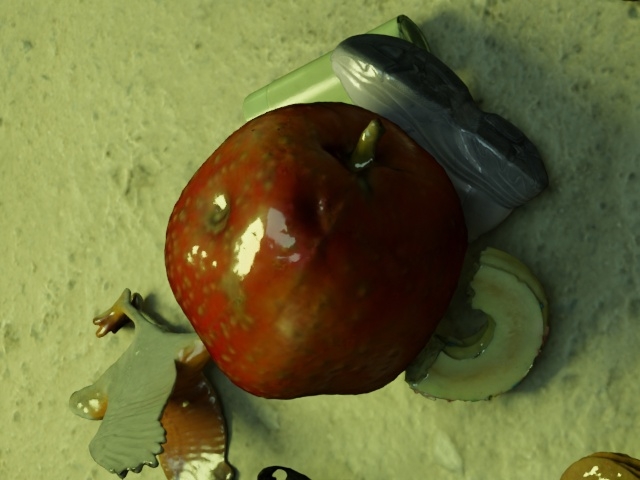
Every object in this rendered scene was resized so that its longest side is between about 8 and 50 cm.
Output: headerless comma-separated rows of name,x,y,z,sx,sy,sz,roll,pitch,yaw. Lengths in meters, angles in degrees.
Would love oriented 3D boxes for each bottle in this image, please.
bottle,0.017,-0.165,1.341,0.201,0.072,0.072,-23,75,26

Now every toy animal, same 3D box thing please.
toy animal,-0.143,0.126,1.382,0.284,0.225,0.302,-48,52,-3

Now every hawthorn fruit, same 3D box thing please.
hawthorn fruit,0.000,0.000,1.155,0.275,0.275,0.300,51,136,23

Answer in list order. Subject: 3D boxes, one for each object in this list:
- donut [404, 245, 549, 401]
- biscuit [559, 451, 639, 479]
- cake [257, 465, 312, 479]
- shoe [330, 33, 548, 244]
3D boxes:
donut,0.161,0.087,1.229,0.108,0.065,0.166,23,109,-13
biscuit,0.336,0.233,1.056,0.262,0.052,0.277,45,118,29
cake,-0.046,0.365,1.201,0.332,0.332,0.321,-47,57,18
shoe,0.097,-0.095,1.250,0.245,0.095,0.138,39,120,1
